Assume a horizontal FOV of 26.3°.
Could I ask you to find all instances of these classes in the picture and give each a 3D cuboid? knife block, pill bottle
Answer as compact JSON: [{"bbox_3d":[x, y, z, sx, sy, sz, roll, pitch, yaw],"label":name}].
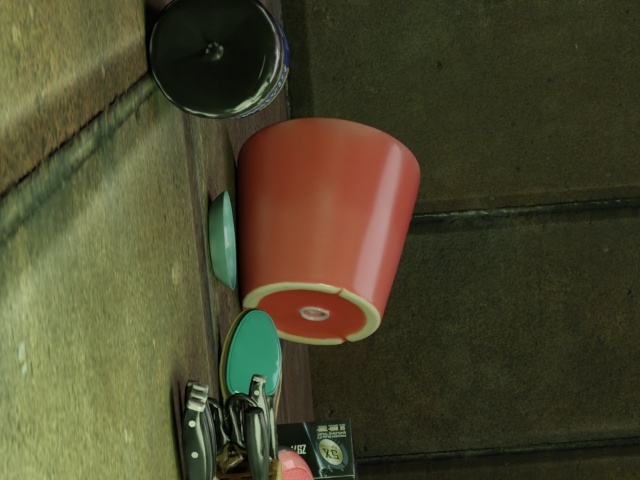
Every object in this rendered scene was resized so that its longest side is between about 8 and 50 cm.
[{"bbox_3d":[-0.078,0.269,1.250,0.242,0.088,0.276,80,6,-62],"label":"knife block"},{"bbox_3d":[-0.091,-0.178,1.324,0.219,0.122,0.123,-68,154,-84],"label":"pill bottle"}]

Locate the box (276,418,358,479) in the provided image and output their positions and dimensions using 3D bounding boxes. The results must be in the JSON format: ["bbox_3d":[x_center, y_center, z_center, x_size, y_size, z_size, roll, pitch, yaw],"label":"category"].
[{"bbox_3d":[-0.026,0.300,1.778,0.180,0.147,0.078,83,3,-64],"label":"box"}]

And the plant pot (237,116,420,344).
[{"bbox_3d":[0.000,0.000,1.940,0.275,0.275,0.243,82,13,-61],"label":"plant pot"}]

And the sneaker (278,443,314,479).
[{"bbox_3d":[-0.020,0.363,1.512,0.136,0.116,0.314,32,-43,45],"label":"sneaker"}]

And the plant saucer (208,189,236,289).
[{"bbox_3d":[-0.117,0.000,1.628,0.119,0.021,0.119,-4,90,-89],"label":"plant saucer"}]

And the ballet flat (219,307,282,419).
[{"bbox_3d":[-0.089,0.196,1.603,0.073,0.080,0.232,140,-46,-57],"label":"ballet flat"}]
